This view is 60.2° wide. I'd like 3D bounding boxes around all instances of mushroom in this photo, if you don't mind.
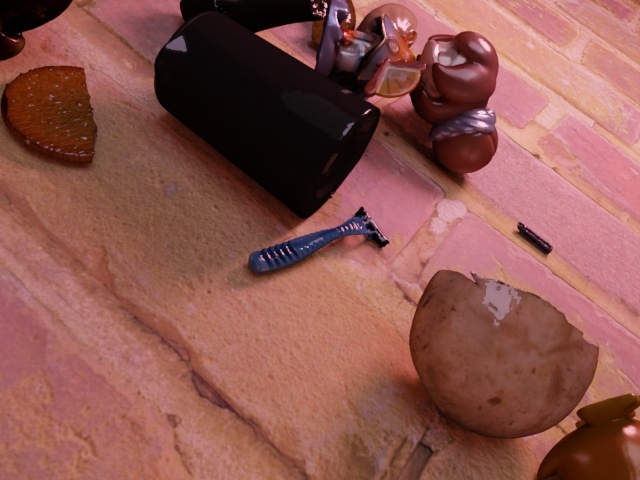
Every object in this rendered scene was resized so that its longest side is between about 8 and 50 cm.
[{"bbox_3d":[0.227,0.164,0.751,0.254,0.195,0.189,31,79,-8],"label":"mushroom"}]

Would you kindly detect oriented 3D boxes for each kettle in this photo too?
[{"bbox_3d":[-0.071,-0.218,0.884,0.308,0.203,0.262,37,48,9],"label":"kettle"}]

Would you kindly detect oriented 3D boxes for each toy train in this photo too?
[{"bbox_3d":[0.416,-0.005,1.079,0.083,0.017,0.017,40,44,7],"label":"toy train"}]

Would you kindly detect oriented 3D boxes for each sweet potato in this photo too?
[{"bbox_3d":[0.022,-0.537,1.270,0.112,0.085,0.285,1,52,-14],"label":"sweet potato"}]

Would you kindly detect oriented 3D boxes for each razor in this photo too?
[{"bbox_3d":[0.000,0.000,0.846,0.253,0.042,0.082,-18,65,-36],"label":"razor"}]

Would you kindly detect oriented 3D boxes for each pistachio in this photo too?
[{"bbox_3d":[0.152,-0.476,1.263,0.152,0.126,0.223,7,38,27],"label":"pistachio"}]

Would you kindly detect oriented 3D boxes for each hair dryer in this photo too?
[{"bbox_3d":[-0.073,-0.482,1.103,0.304,0.120,0.359,7,30,27],"label":"hair dryer"}]

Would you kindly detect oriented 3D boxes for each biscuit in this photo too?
[{"bbox_3d":[-0.397,-0.190,0.809,0.126,0.025,0.206,-1,53,-28],"label":"biscuit"}]

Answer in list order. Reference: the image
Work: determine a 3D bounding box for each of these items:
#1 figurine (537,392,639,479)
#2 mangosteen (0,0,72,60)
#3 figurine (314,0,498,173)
[{"bbox_3d":[0.399,0.330,0.701,0.215,0.215,0.228,-11,45,-34],"label":"figurine"},{"bbox_3d":[-0.495,-0.416,0.771,0.297,0.297,0.293,8,48,-22],"label":"mangosteen"},{"bbox_3d":[0.177,-0.312,1.085,0.388,0.248,0.276,11,51,-6],"label":"figurine"}]
